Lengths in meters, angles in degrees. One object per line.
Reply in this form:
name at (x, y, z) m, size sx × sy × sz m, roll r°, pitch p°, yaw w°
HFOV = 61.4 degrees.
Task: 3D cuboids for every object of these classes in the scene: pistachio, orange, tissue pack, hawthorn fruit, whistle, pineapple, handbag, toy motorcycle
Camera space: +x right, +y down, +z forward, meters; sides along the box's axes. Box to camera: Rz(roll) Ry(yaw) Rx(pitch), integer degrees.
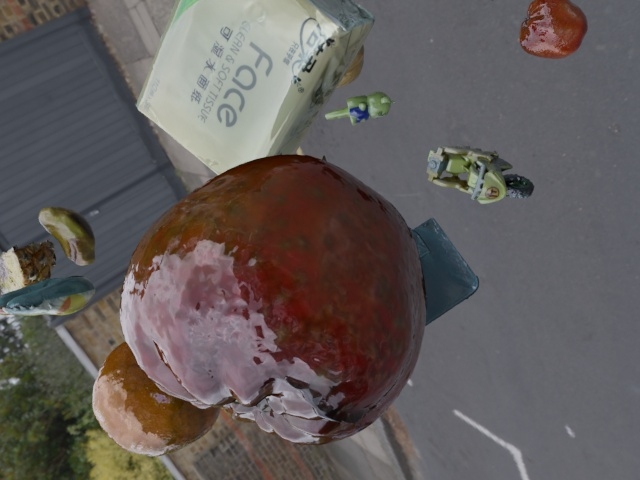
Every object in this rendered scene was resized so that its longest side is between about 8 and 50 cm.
pistachio at (-0.668, -0.023, 1.461) m, size 0.189 × 0.100 × 0.110 m, roll 50°, pitch -170°, yaw -11°
orange at (-0.301, 0.289, 1.004) m, size 0.240 × 0.240 × 0.171 m, roll 44°, pitch 114°, yaw 28°
tissue pack at (-0.143, -0.349, 1.068) m, size 0.331 × 0.205 × 0.405 m, roll 39°, pitch 124°, yaw 4°
hawthorn fruit at (-0.047, 0.054, 0.728) m, size 0.403 × 0.402 × 0.403 m, roll 45°, pitch 157°, yaw 26°
whistle at (0.127, -0.418, 1.719) m, size 0.105 × 0.227 × 0.085 m, roll -27°, pitch -76°, yaw -83°
pineapple at (-0.819, 0.095, 1.524) m, size 0.334 × 0.158 × 0.161 m, roll -24°, pitch 99°, yaw 39°
handbag at (0.150, 0.077, 0.990) m, size 0.179 × 0.229 × 0.062 m, roll 55°, pitch 170°, yaw 10°
toy motorcycle at (0.572, -0.248, 2.002) m, size 0.410 × 0.237 × 0.169 m, roll 34°, pitch 126°, yaw 37°
hawthorn fruit at (0.506, -0.458, 1.165) m, size 0.137 × 0.133 × 0.133 m, roll 20°, pitch 154°, yaw 2°

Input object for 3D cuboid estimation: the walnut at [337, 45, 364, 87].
walnut at (0.019, -0.594, 1.720) m, size 0.260 × 0.225 × 0.225 m, roll 11°, pitch 138°, yaw 25°

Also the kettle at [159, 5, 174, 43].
kettle at (-0.357, -0.544, 1.566) m, size 0.243 × 0.159 × 0.211 m, roll 37°, pitch -128°, yaw -74°

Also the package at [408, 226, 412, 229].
package at (0.209, 0.060, 1.213) m, size 0.171 × 0.173 × 0.027 m, roll 35°, pitch 145°, yaw -16°

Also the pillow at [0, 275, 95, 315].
pillow at (-0.639, 0.132, 1.244) m, size 0.233 × 0.214 × 0.086 m, roll -4°, pitch 94°, yaw 41°
